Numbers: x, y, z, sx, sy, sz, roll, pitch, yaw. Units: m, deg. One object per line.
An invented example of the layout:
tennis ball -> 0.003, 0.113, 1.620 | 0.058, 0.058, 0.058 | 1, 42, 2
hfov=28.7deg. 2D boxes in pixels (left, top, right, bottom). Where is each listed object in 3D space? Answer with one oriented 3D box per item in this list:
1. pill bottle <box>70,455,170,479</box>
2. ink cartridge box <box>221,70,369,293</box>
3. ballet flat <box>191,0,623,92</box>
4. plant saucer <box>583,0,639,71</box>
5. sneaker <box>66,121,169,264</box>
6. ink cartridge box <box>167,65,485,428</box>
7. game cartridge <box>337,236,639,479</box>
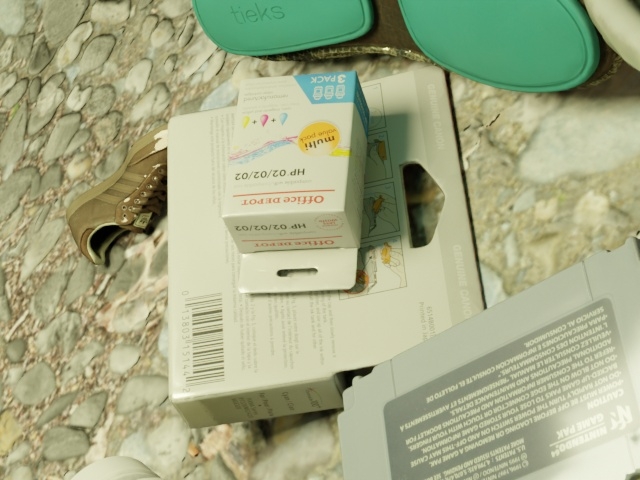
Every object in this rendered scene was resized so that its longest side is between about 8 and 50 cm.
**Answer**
pill bottle -> -0.124, 0.262, 0.989 | 0.208, 0.119, 0.119 | 31, 88, 46
ink cartridge box -> -0.020, -0.050, 1.037 | 0.104, 0.061, 0.181 | -3, 58, 13
ballet flat -> 0.087, -0.235, 1.088 | 0.483, 0.164, 0.182 | 12, 42, 45
plant saucer -> 0.336, -0.127, 0.624 | 0.400, 0.100, 0.400 | -11, 35, 8
sneaker -> -0.180, -0.046, 1.278 | 0.188, 0.066, 0.071 | -38, 63, 26
ink cartridge box -> 0.000, 0.000, 1.078 | 0.261, 0.066, 0.296 | -10, 56, 8
game cartridge -> 0.139, 0.138, 0.863 | 0.297, 0.062, 0.198 | -30, 53, 32
